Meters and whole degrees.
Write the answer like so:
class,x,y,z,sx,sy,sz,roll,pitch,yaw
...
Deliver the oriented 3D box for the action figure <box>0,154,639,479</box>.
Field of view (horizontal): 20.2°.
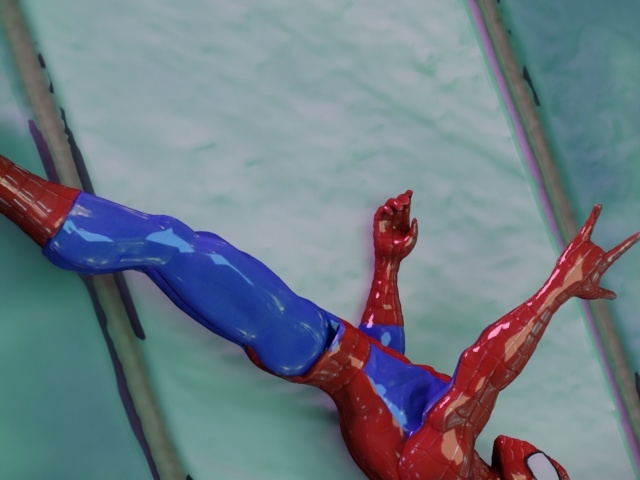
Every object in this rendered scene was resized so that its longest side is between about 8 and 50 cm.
class,x,y,z,sx,sy,sz,roll,pitch,yaw
action figure,0.000,0.000,0.678,0.280,0.091,0.139,38,81,-8
